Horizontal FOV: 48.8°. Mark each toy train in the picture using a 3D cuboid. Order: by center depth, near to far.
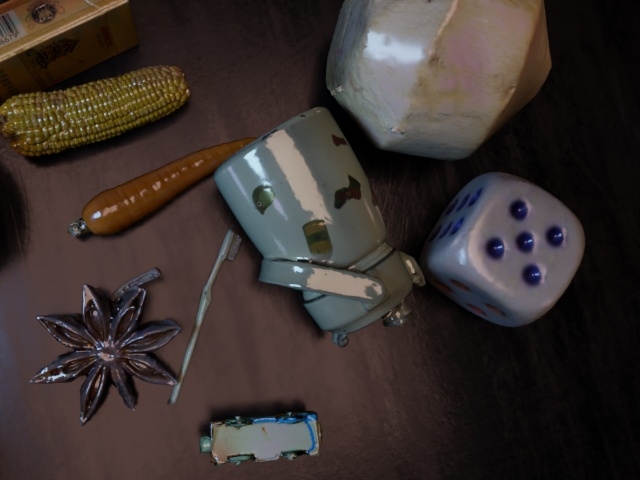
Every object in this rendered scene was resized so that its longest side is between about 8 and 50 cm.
[{"bbox_3d":[-0.091,0.301,1.084,0.188,0.099,0.072,-3,83,-10],"label":"toy train"}]

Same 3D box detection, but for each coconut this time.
[{"bbox_3d":[0.197,-0.294,1.088,0.353,0.352,0.352,1,85,-10],"label":"coconut"}]

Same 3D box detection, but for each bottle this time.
[{"bbox_3d":[0.000,0.000,1.079,0.229,0.229,0.351,-31,94,-12],"label":"bottle"}]

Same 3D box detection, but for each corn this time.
[{"bbox_3d":[-0.342,-0.206,1.088,0.292,0.101,0.101,-21,89,-15],"label":"corn"}]

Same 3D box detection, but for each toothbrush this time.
[{"bbox_3d":[-0.188,0.119,1.120,0.028,0.026,0.294,25,80,-22],"label":"toothbrush"}]

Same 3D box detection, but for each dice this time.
[{"bbox_3d":[0.287,0.016,1.131,0.192,0.193,0.194,33,81,-5],"label":"dice"}]

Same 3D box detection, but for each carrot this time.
[{"bbox_3d":[-0.242,-0.091,1.111,0.336,0.069,0.069,-30,91,-15],"label":"carrot"}]

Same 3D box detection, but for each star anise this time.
[{"bbox_3d":[-0.311,0.150,1.065,0.230,0.081,0.262,27,92,-7],"label":"star anise"}]

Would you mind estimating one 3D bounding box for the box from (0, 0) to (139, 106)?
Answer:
[{"bbox_3d":[-0.412,-0.292,1.041,0.274,0.174,0.076,-30,92,-11],"label":"box"}]
